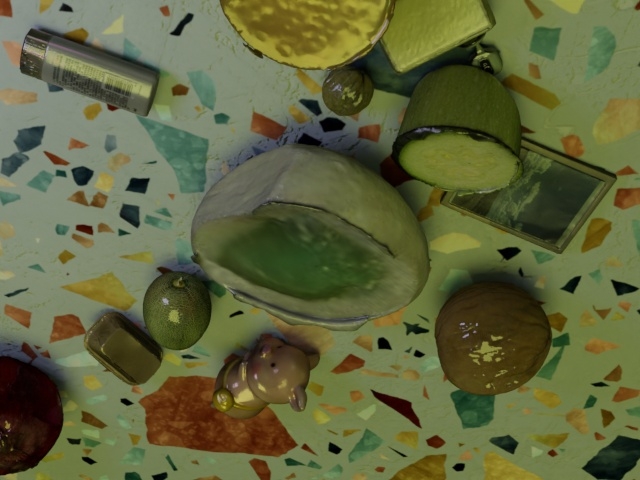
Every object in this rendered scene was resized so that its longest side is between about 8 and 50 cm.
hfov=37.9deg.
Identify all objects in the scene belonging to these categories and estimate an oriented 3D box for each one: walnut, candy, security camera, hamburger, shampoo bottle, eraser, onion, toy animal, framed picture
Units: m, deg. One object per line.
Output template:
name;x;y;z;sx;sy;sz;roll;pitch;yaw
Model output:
walnut;0.329;0.185;1.774;0.228;0.228;0.228;4;129;5
candy;0.000;0.000;1.679;0.427;0.186;0.386;33;134;-21
security camera;0.259;-0.298;1.492;0.058;0.058;0.092;-24;130;25
hamburger;-0.033;-0.404;1.354;0.302;0.186;0.261;11;126;-6
shampoo bottle;-0.393;-0.285;1.587;0.227;0.056;0.086;18;131;-7
eraser;0.170;-0.345;1.440;0.172;0.058;0.117;-24;101;25
onion;-0.707;0.391;2.059;0.276;0.276;0.276;4;129;5
toy animal;-0.134;0.298;1.963;0.248;0.165;0.149;-19;129;30
framed picture;0.366;-0.091;1.662;0.260;0.023;0.189;22;126;-9
walnut;0.045;-0.248;1.543;0.092;0.092;0.092;4;129;5

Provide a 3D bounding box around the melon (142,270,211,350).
melon;-0.286;0.137;1.862;0.139;0.139;0.192;10;134;0

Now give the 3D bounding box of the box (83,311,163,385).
box;-0.415;0.234;1.986;0.111;0.111;0.177;-29;119;27

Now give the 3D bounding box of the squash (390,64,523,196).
squash;0.234;-0.169;1.553;0.220;0.133;0.220;12;150;7
